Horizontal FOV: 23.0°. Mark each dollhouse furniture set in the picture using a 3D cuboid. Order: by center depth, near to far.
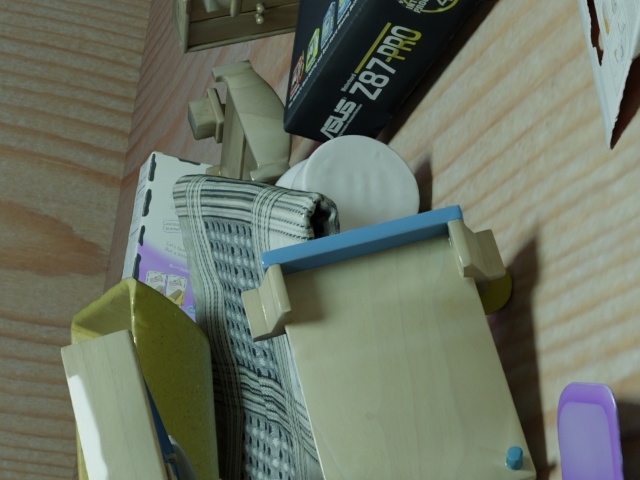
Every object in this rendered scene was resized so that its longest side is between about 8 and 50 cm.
[{"bbox_3d":[0.016,0.170,1.042,0.198,0.303,0.286,80,174,-62],"label":"dollhouse furniture set"},{"bbox_3d":[-0.019,-0.137,1.584,0.303,0.174,0.355,102,151,-61],"label":"dollhouse furniture set"}]

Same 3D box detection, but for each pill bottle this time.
[{"bbox_3d":[0.000,0.000,1.353,0.221,0.121,0.121,131,148,-61],"label":"pill bottle"}]

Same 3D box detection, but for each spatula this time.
[{"bbox_3d":[0.133,0.226,0.862,0.084,0.030,0.296,170,111,-75],"label":"spatula"}]

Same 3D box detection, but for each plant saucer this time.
[{"bbox_3d":[-0.156,0.214,1.422,0.333,0.081,0.332,154,113,-70],"label":"plant saucer"}]

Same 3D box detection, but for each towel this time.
[{"bbox_3d":[-0.048,0.110,1.291,0.312,0.056,0.324,13,114,65],"label":"towel"}]

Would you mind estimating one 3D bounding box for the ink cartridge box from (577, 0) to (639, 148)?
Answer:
[{"bbox_3d":[0.200,-0.193,0.938,0.224,0.056,0.181,90,179,-49],"label":"ink cartridge box"}]

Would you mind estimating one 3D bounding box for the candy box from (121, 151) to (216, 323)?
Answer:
[{"bbox_3d":[-0.128,0.018,1.731,0.070,0.165,0.196,145,135,-67],"label":"candy box"}]

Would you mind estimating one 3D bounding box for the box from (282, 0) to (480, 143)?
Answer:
[{"bbox_3d":[0.081,-0.302,1.335,0.395,0.097,0.318,128,153,-60],"label":"box"}]
